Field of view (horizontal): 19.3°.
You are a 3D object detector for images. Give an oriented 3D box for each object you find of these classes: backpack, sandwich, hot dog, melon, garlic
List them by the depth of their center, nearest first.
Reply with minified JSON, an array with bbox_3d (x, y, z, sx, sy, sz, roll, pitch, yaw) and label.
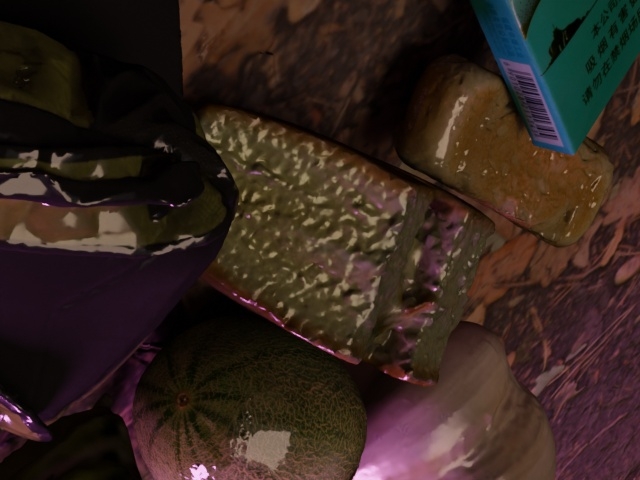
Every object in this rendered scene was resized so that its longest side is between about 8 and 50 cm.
[{"bbox_3d":[-0.171,-0.009,0.898,0.253,0.140,0.207,21,116,-44],"label":"backpack"},{"bbox_3d":[0.000,0.000,1.157,0.235,0.128,0.122,19,98,-58],"label":"sandwich"},{"bbox_3d":[-0.042,0.118,1.207,0.139,0.139,0.192,-53,151,3],"label":"melon"},{"bbox_3d":[0.120,-0.064,1.292,0.242,0.073,0.084,22,100,-55],"label":"hot dog"},{"bbox_3d":[0.080,0.174,1.381,0.203,0.184,0.281,-48,153,-45],"label":"garlic"}]

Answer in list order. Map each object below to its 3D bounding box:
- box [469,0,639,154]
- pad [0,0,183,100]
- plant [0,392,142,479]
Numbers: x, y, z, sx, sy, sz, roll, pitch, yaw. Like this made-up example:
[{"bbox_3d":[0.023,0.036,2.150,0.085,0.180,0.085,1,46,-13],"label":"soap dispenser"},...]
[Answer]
[{"bbox_3d":[0.154,-0.184,1.183,0.161,0.042,0.226,-56,142,-22],"label":"box"},{"bbox_3d":[-0.140,-0.126,0.941,0.159,0.009,0.265,-27,142,-25],"label":"pad"},{"bbox_3d":[-0.227,0.193,1.031,0.333,0.180,0.251,14,66,-40],"label":"plant"}]
